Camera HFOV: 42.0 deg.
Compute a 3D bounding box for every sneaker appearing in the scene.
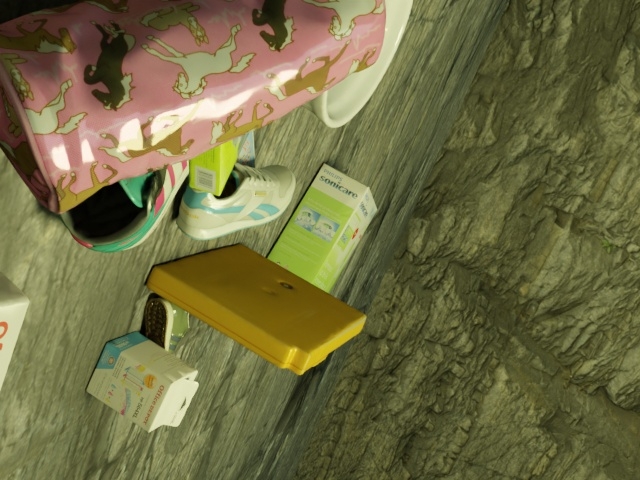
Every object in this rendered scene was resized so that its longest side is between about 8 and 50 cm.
[{"bbox_3d":[-0.254,0.161,1.393,0.086,0.064,0.192,-34,147,-51],"label":"sneaker"},{"bbox_3d":[-0.204,-0.109,0.930,0.296,0.123,0.178,-63,180,12],"label":"sneaker"},{"bbox_3d":[-0.118,-0.077,1.298,0.228,0.087,0.092,-28,148,-43],"label":"sneaker"}]

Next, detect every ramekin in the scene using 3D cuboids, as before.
[{"bbox_3d":[0.023,-0.326,1.273,0.277,0.135,0.277,-55,165,-22],"label":"ramekin"}]

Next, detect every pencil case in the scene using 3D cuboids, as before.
[{"bbox_3d":[-0.126,-0.173,0.775,0.386,0.167,0.160,-30,143,-24],"label":"pencil case"}]

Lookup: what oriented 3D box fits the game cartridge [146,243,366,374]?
[{"bbox_3d":[-0.095,0.106,1.396,0.053,0.285,0.323,-65,165,15],"label":"game cartridge"}]

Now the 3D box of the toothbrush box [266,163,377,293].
[{"bbox_3d":[0.000,0.000,1.852,0.283,0.122,0.206,-60,166,-7],"label":"toothbrush box"}]

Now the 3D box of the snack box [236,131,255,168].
[{"bbox_3d":[-0.131,-0.145,1.316,0.064,0.022,0.178,-53,164,-26],"label":"snack box"}]

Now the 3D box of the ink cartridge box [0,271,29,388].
[{"bbox_3d":[-0.392,0.117,0.646,0.278,0.117,0.201,-9,128,-59],"label":"ink cartridge box"}]

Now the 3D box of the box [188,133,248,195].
[{"bbox_3d":[-0.098,-0.151,0.926,0.109,0.042,0.178,102,6,-56],"label":"box"}]

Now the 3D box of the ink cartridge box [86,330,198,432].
[{"bbox_3d":[-0.270,0.223,1.299,0.092,0.143,0.090,-64,165,13],"label":"ink cartridge box"}]
